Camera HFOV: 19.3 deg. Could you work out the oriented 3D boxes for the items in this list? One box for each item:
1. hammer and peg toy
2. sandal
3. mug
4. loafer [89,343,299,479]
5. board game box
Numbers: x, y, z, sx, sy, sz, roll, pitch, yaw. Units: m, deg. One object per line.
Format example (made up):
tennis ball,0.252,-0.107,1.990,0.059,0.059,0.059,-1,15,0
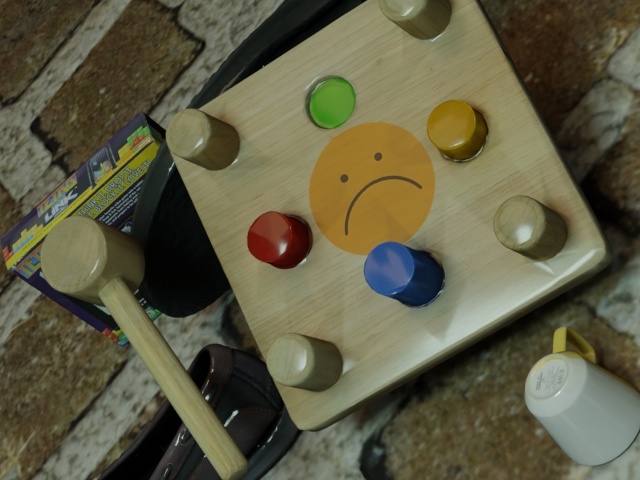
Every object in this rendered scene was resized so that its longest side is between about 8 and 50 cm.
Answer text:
hammer and peg toy,0.000,0.000,1.327,0.361,0.127,0.266,-32,70,16
sandal,0.012,-0.113,1.485,0.446,0.167,0.107,-51,53,0
mug,0.160,0.099,1.206,0.062,0.064,0.078,-47,35,6
loafer,-0.146,0.195,1.426,0.302,0.095,0.109,-46,37,7
board game box,-0.159,-0.007,1.582,0.170,0.141,0.048,-40,37,14
